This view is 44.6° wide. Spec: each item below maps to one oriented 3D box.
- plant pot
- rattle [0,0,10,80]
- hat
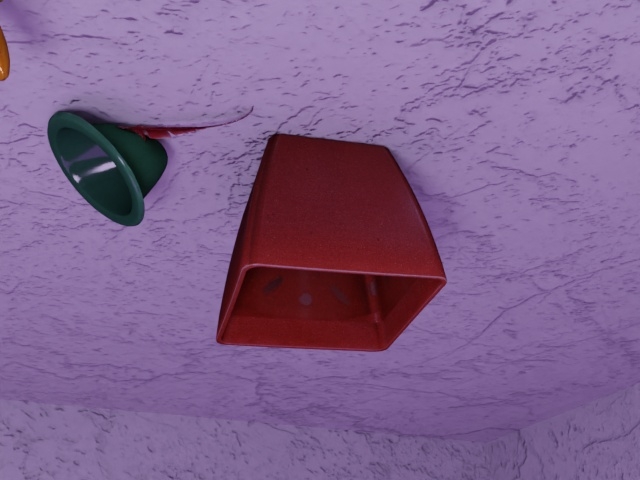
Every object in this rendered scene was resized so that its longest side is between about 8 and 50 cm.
[{"bbox_3d":[0.000,0.000,1.129,0.267,0.236,0.267,5,150,-14],"label":"plant pot"},{"bbox_3d":[-0.409,-0.236,0.750,0.130,0.143,0.199,-13,161,40],"label":"rattle"},{"bbox_3d":[-0.237,-0.135,1.082,0.208,0.183,0.173,37,146,15],"label":"hat"}]
